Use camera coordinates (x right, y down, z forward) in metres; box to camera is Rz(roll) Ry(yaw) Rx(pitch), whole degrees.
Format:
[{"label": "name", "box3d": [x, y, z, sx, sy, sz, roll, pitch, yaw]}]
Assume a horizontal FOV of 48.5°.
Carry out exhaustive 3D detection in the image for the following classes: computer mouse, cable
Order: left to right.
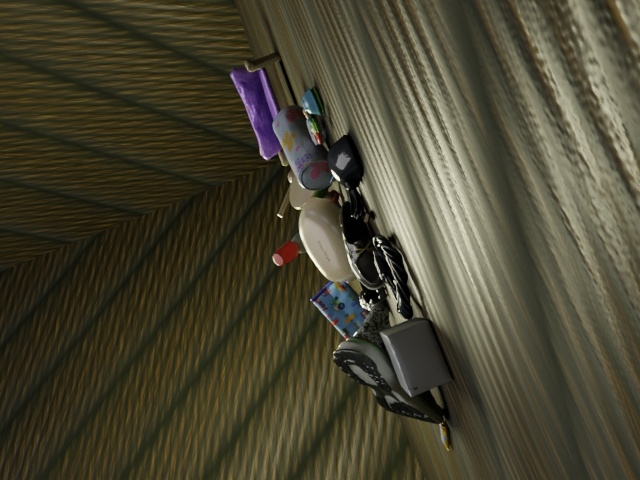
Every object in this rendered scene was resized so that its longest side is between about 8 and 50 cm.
[{"label": "computer mouse", "box3d": [0.061, -0.123, 1.575, 0.262, 0.060, 0.184, 97, 152, -85]}, {"label": "cable", "box3d": [0.159, 0.074, 1.469, 0.150, 0.047, 0.185, 108, 143, -78]}]

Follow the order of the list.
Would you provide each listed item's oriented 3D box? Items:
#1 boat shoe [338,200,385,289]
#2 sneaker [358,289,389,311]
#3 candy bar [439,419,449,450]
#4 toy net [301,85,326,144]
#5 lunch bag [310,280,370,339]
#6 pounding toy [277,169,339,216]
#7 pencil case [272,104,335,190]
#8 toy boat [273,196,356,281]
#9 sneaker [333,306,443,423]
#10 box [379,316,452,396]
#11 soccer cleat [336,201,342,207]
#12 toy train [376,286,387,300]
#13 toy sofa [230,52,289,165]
[{"label": "boat shoe", "box3d": [0.096, 0.010, 1.713, 0.069, 0.081, 0.228, 64, -175, -64]}, {"label": "sneaker", "box3d": [0.153, 0.170, 2.113, 0.170, 0.063, 0.075, -132, 20, -69]}, {"label": "candy bar", "box3d": [0.320, 0.500, 1.835, 0.161, 0.018, 0.040, 71, 177, -54]}, {"label": "toy net", "box3d": [-0.005, -0.291, 1.800, 0.232, 0.045, 0.122, 72, 174, -75]}, {"label": "lunch bag", "box3d": [0.108, 0.236, 2.627, 0.221, 0.138, 0.293, 48, -170, 4]}, {"label": "pounding toy", "box3d": [-0.014, -0.158, 2.161, 0.237, 0.110, 0.183, -20, 53, 55]}, {"label": "pencil case", "box3d": [-0.044, -0.261, 1.991, 0.124, 0.113, 0.273, 16, -145, -36]}, {"label": "toy boat", "box3d": [0.000, 0.000, 2.093, 0.318, 0.148, 0.268, -14, 107, 45]}, {"label": "sneaker", "box3d": [0.201, 0.299, 1.676, 0.158, 0.182, 0.410, 9, 151, 42]}, {"label": "box", "box3d": [0.192, 0.235, 1.460, 0.170, 0.091, 0.130, 103, 145, -86]}, {"label": "soccer cleat", "box3d": [0.062, -0.042, 2.258, 0.248, 0.083, 0.095, 64, -149, -51]}, {"label": "toy train", "box3d": [0.150, 0.091, 1.920, 0.036, 0.027, 0.158, -93, -16, -62]}, {"label": "toy sofa", "box3d": [-0.168, -0.443, 2.429, 0.150, 0.177, 0.363, -117, 7, -68]}]
